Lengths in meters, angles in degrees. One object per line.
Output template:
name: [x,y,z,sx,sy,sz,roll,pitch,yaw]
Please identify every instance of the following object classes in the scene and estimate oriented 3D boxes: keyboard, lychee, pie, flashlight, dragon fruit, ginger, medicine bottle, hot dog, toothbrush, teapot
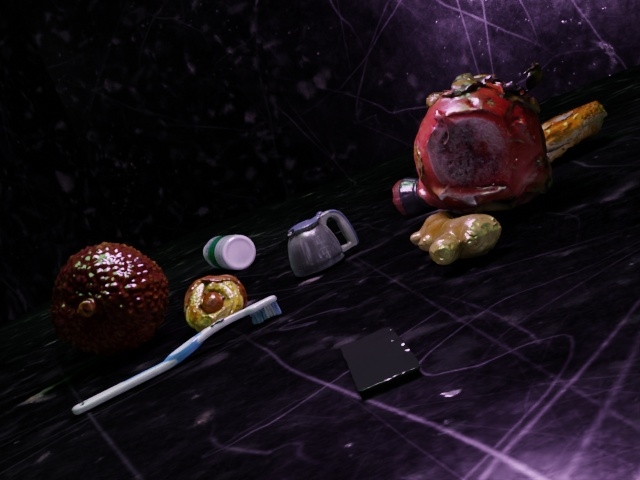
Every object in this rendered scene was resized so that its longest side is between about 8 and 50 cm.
keyboard: [0.067,0.138,1.005,0.074,0.015,0.196,-27,8,-2]
lychee: [-0.415,0.119,1.719,0.235,0.236,0.271,-21,-7,11]
pie: [0.482,-0.211,1.914,0.308,0.086,0.308,-25,4,2]
flashlight: [0.275,-0.115,1.890,0.232,0.093,0.093,-12,12,33]
dragon fruit: [0.295,-0.172,1.562,0.250,0.269,0.291,-4,8,21]
ginger: [0.214,-0.009,1.400,0.118,0.065,0.299,-18,5,-1]
medicine bottle: [-0.254,0.033,2.319,0.095,0.095,0.260,-25,7,-20]
hot dog: [-0.206,0.112,1.651,0.123,0.093,0.261,-23,8,-8]
toothbrush: [-0.237,0.187,1.434,0.386,0.040,0.040,-26,8,-20]
teapot: [-0.002,0.003,1.753,0.149,0.108,0.111,-23,10,3]
